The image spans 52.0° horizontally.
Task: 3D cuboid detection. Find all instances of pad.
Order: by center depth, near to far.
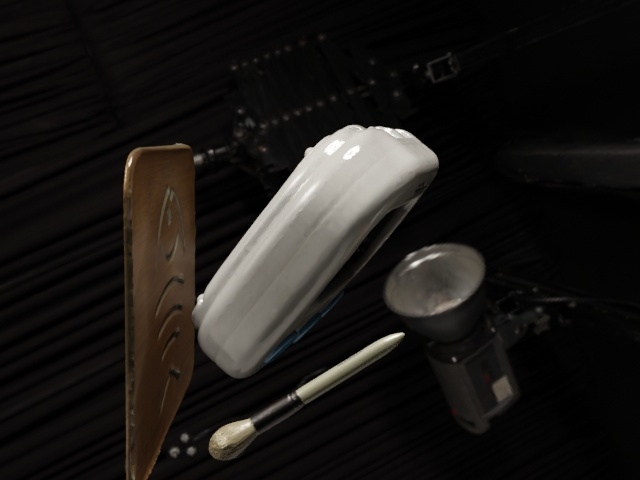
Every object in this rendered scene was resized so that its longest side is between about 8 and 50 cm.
[{"bbox_3d":[-0.151,0.049,0.641,0.286,0.018,0.284,-106,-162,-80],"label":"pad"}]

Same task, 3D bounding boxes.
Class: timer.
[{"bbox_3d":[0.000,0.001,0.588,0.087,0.237,0.262,40,17,8],"label":"timer"}]

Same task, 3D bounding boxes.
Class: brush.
[{"bbox_3d":[-0.014,0.204,0.866,0.042,0.299,0.039,55,-9,43],"label":"brush"}]
